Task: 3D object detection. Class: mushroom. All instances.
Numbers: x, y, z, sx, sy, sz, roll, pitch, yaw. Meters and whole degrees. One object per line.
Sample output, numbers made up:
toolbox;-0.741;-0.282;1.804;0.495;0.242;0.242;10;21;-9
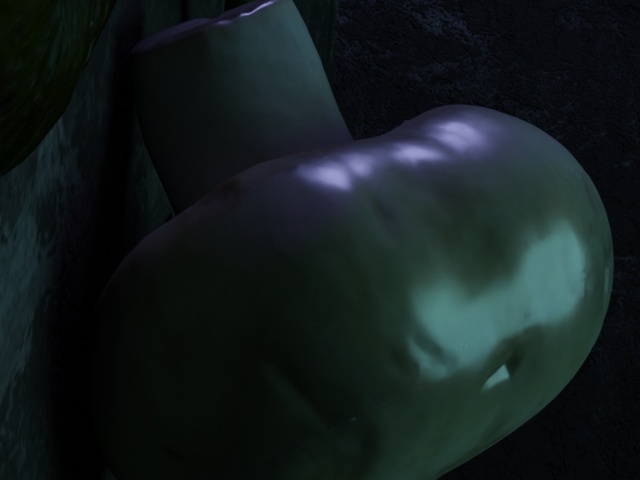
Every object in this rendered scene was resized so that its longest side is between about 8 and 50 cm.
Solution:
mushroom;0.012;0.028;1.093;0.325;0.353;0.353;-122;-146;-69

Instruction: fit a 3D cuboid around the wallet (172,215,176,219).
wallet;-0.116;0.102;1.369;0.119;0.025;0.232;-74;168;-71

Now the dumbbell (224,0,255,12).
dumbbell;-0.054;-0.151;1.392;0.108;0.121;0.302;-45;149;-37

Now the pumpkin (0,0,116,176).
pumpkin;-0.093;-0.111;0.386;0.219;0.162;0.219;9;90;-86
